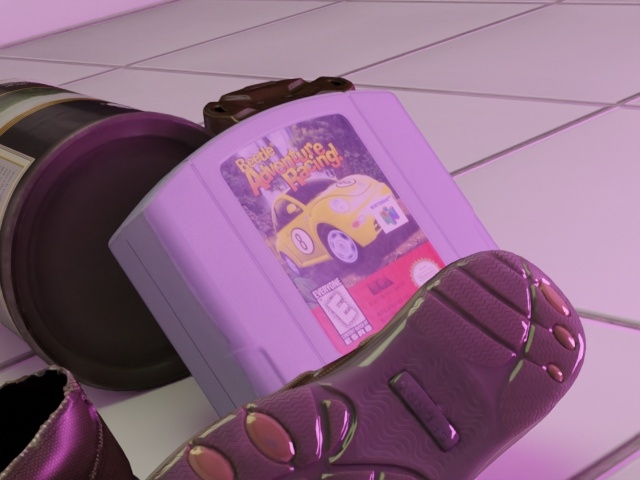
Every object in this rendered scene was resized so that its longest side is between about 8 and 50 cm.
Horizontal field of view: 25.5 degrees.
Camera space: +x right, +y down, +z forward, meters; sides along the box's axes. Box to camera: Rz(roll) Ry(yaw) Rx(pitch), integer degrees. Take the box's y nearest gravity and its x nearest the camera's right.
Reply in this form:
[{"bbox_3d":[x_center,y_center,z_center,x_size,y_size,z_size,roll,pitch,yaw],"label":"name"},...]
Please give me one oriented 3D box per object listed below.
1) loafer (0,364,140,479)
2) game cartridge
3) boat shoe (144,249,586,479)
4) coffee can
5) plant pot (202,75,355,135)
[{"bbox_3d":[-0.244,0.166,0.701,0.134,0.130,0.366,5,23,38],"label":"loafer"},{"bbox_3d":[0.000,0.000,0.992,0.294,0.196,0.060,-30,-10,-46],"label":"game cartridge"},{"bbox_3d":[0.007,0.127,0.757,0.324,0.123,0.116,-30,-8,-28],"label":"boat shoe"},{"bbox_3d":[-0.195,-0.016,1.113,0.201,0.201,0.275,-19,20,-27],"label":"coffee can"},{"bbox_3d":[-0.021,-0.041,1.161,0.167,0.165,0.167,-9,19,3],"label":"plant pot"}]
